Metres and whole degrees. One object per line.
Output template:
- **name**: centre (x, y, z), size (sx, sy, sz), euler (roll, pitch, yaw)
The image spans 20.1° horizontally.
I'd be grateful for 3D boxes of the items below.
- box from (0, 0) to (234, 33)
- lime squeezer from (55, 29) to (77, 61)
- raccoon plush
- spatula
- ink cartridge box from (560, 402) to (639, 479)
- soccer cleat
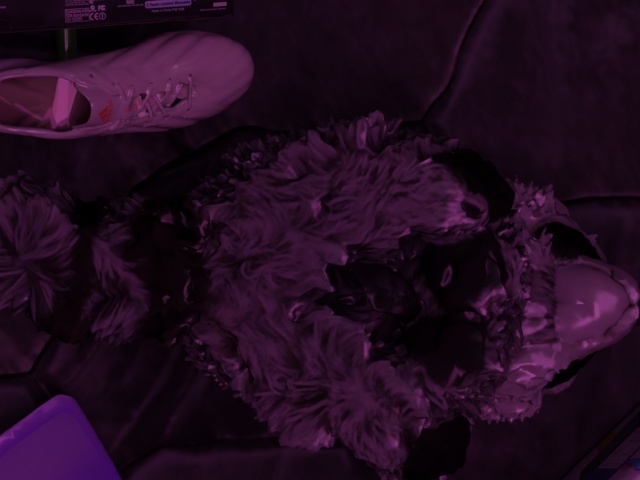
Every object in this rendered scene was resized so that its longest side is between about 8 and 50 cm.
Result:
- **box**: centre (-0.211, -0.250, 1.113), size (0.307, 0.076, 0.242), euler (-7, 108, -18)
- **lime squeezer**: centre (-0.144, -0.240, 1.232), size (0.110, 0.059, 0.310), euler (36, 75, -49)
- **raccoon plush**: centre (0.000, 0.000, 1.242), size (0.446, 0.299, 0.216), euler (24, 97, 14)
- **spatula**: centre (-0.127, 0.243, 1.231), size (0.084, 0.030, 0.296), euler (-35, 101, -15)
- **ink cartridge box**: centre (0.259, 0.217, 1.335), size (0.212, 0.093, 0.154), euler (-42, 103, -14)
- **soccer cleat**: centre (-0.135, -0.096, 1.185), size (0.196, 0.076, 0.068), euler (-8, 109, -15)
